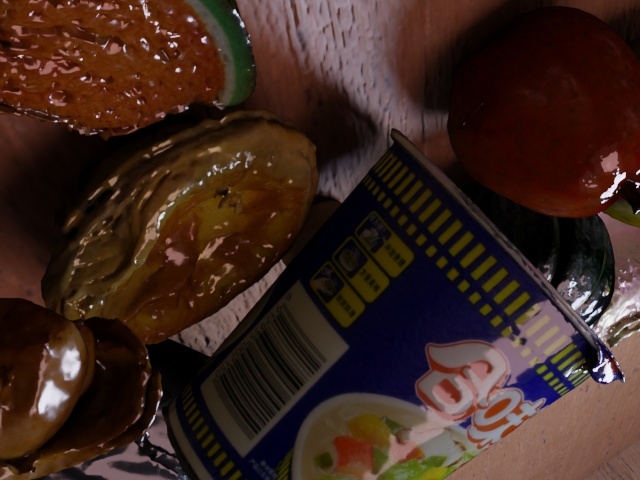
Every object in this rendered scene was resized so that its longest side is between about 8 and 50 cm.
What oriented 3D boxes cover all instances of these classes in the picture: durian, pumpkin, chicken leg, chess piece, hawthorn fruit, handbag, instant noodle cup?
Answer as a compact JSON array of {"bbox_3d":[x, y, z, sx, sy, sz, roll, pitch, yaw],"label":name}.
[{"bbox_3d":[0.359,-0.036,1.291,0.305,0.185,0.196,-34,133,-16],"label":"durian"},{"bbox_3d":[0.204,0.030,1.144,0.220,0.162,0.220,7,148,5],"label":"pumpkin"},{"bbox_3d":[-0.238,0.102,0.713,0.295,0.182,0.409,-2,165,4],"label":"chicken leg"},{"bbox_3d":[0.000,0.000,1.032,0.083,0.038,0.084,-28,149,-19],"label":"chess piece"},{"bbox_3d":[0.218,-0.099,0.963,0.185,0.202,0.185,-35,160,-15],"label":"hawthorn fruit"},{"bbox_3d":[-0.155,0.215,1.060,0.275,0.088,0.244,33,105,-37],"label":"handbag"},{"bbox_3d":[0.044,0.110,0.911,0.312,0.284,0.284,-43,152,5],"label":"instant noodle cup"}]

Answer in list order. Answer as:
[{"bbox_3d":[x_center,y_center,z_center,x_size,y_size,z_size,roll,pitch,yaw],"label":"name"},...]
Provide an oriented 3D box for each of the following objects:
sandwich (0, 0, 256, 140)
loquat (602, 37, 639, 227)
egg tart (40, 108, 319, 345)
[{"bbox_3d":[-0.126,-0.140,0.642,0.159,0.079,0.235,-40,151,26],"label":"sandwich"},{"bbox_3d":[0.371,-0.105,1.108,0.246,0.213,0.213,4,133,-36],"label":"loquat"},{"bbox_3d":[-0.110,-0.014,0.810,0.241,0.106,0.241,-32,155,-17],"label":"egg tart"}]
